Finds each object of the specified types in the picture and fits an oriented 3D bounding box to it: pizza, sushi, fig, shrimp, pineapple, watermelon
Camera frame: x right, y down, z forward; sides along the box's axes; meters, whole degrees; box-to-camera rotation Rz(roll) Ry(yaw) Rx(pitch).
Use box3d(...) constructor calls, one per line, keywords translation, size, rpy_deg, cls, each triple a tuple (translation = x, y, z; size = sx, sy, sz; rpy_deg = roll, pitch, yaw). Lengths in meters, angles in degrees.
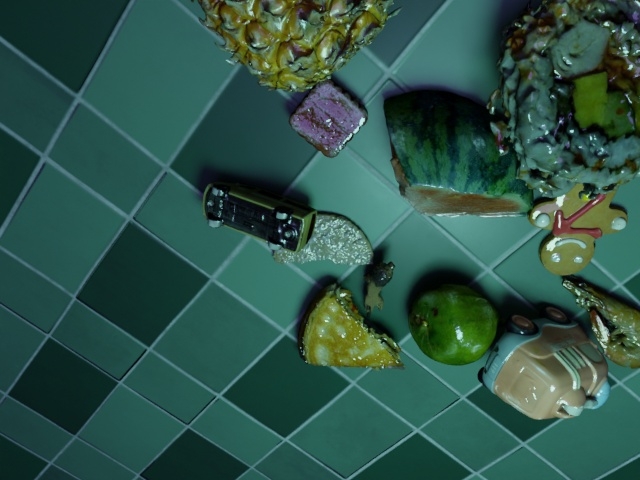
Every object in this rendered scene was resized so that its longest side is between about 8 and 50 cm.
box3d(translation=(0.072, 0.222, 1.262), size=(0.288, 0.074, 0.251), rpy_deg=(2, 122, 14), cls="pizza")
box3d(translation=(0.496, -0.267, 0.894), size=(0.418, 0.176, 0.417), rpy_deg=(-2, 102, -9), cls="sushi")
box3d(translation=(0.353, 0.188, 1.204), size=(0.235, 0.203, 0.203), rpy_deg=(-13, 120, -28), cls="fig")
box3d(translation=(0.677, 0.197, 1.172), size=(0.287, 0.063, 0.152), rpy_deg=(33, 73, -3), cls="shrimp")
box3d(translation=(-0.044, -0.429, 0.830), size=(0.352, 0.352, 0.300), rpy_deg=(-31, 113, 19), cls="pineapple")
box3d(translation=(0.290, -0.140, 1.003), size=(0.292, 0.222, 0.319), rpy_deg=(-6, 115, 14), cls="watermelon")

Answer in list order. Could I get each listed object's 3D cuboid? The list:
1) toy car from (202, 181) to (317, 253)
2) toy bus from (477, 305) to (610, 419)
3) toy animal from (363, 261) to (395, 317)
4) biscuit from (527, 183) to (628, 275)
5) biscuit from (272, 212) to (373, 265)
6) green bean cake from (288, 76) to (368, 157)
box3d(translation=(-0.139, -0.063, 1.140), size=(0.257, 0.124, 0.101), rpy_deg=(21, 115, 15), cls="toy car")
box3d(translation=(0.529, 0.296, 1.142), size=(0.288, 0.232, 0.194), rpy_deg=(-2, 120, -32), cls="toy bus")
box3d(translation=(0.136, 0.120, 1.229), size=(0.069, 0.086, 0.219), rpy_deg=(10, 134, 5), cls="toy animal")
box3d(translation=(0.579, -0.067, 1.096), size=(0.216, 0.047, 0.339), rpy_deg=(9, 116, 3), cls="biscuit")
box3d(translation=(0.003, -0.003, 1.202), size=(0.250, 0.032, 0.133), rpy_deg=(1, 114, 7), cls="biscuit")
box3d(translation=(0.018, -0.264, 1.060), size=(0.135, 0.056, 0.135), rpy_deg=(39, 114, -11), cls="green bean cake")
